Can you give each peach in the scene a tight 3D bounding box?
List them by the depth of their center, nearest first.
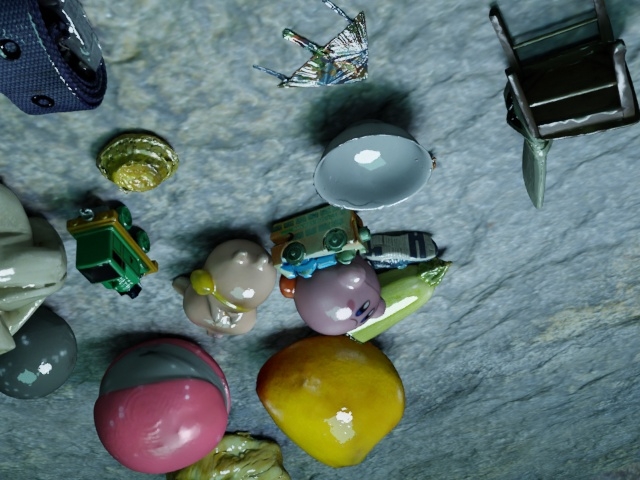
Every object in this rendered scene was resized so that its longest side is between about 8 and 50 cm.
[{"bbox_3d":[0.027,0.336,1.948,0.308,0.289,0.289,45,132,-3],"label":"peach"}]

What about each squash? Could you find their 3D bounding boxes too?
[{"bbox_3d":[0.145,0.123,1.767,0.287,0.137,0.137,-21,144,16],"label":"squash"}]

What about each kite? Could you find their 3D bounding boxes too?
[{"bbox_3d":[0.009,-0.260,1.261,0.160,0.010,0.183,23,137,-36],"label":"kite"}]

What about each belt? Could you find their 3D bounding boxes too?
[{"bbox_3d":[-0.366,-0.251,1.106,0.126,0.140,0.230,-7,149,10],"label":"belt"}]

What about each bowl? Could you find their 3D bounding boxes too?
[{"bbox_3d":[0.077,-0.135,1.396,0.189,0.086,0.189,-5,145,-3],"label":"bowl"}]

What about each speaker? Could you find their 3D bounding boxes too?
[{"bbox_3d":[-0.338,0.356,1.887,0.294,0.294,0.294,-5,147,-3],"label":"speaker"}]

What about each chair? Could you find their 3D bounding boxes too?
[{"bbox_3d":[0.358,-0.201,1.283,0.186,0.160,0.319,-15,143,16],"label":"chair"}]

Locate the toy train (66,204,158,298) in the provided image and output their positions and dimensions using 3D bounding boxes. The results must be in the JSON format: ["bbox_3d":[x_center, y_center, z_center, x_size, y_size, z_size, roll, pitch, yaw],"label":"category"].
[{"bbox_3d":[-0.357,0.026,1.518,0.091,0.136,0.228,-12,144,9],"label":"toy train"}]

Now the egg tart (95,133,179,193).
[{"bbox_3d":[-0.287,-0.114,1.395,0.130,0.052,0.130,-7,146,-5],"label":"egg tart"}]

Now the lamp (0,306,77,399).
[{"bbox_3d":[-0.628,0.201,1.752,0.313,0.182,0.182,18,153,21],"label":"lamp"}]

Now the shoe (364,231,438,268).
[{"bbox_3d":[0.151,0.025,1.672,0.142,0.064,0.071,-4,146,0],"label":"shoe"}]

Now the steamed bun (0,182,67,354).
[{"bbox_3d":[-0.615,0.079,1.449,0.367,0.255,0.342,-24,146,26],"label":"steamed bun"}]

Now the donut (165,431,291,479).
[{"bbox_3d":[-0.254,0.658,2.466,0.360,0.170,0.360,-5,149,-3],"label":"donut"}]

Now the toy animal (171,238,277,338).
[{"bbox_3d":[-0.171,0.087,1.641,0.165,0.149,0.248,26,145,-16],"label":"toy animal"}]

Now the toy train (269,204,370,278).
[{"bbox_3d":[0.000,0.000,1.576,0.188,0.099,0.072,-19,147,17],"label":"toy train"}]

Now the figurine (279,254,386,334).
[{"bbox_3d":[0.031,0.097,1.659,0.173,0.173,0.173,-5,147,-3],"label":"figurine"}]

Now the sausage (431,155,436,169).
[{"bbox_3d":[0.158,-0.111,1.496,0.031,0.031,0.107,21,137,-35],"label":"sausage"}]
